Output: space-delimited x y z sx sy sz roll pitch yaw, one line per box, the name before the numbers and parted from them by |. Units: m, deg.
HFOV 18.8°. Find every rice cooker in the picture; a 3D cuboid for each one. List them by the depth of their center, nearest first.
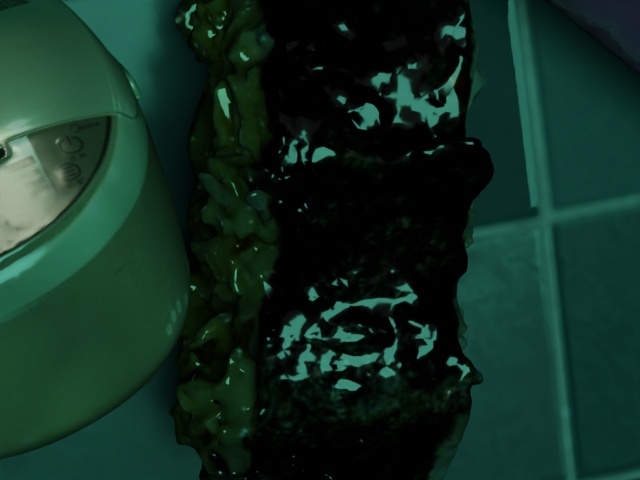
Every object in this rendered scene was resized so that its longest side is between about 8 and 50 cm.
rice cooker | -0.124 -0.010 0.684 0.145 0.206 0.127 -26 120 -8

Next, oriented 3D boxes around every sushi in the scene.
sushi | 0.000 0.000 0.740 0.115 0.147 0.212 1 103 -15

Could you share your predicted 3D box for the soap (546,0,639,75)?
soap | 0.136 -0.166 0.734 0.259 0.081 0.181 38 131 -16
